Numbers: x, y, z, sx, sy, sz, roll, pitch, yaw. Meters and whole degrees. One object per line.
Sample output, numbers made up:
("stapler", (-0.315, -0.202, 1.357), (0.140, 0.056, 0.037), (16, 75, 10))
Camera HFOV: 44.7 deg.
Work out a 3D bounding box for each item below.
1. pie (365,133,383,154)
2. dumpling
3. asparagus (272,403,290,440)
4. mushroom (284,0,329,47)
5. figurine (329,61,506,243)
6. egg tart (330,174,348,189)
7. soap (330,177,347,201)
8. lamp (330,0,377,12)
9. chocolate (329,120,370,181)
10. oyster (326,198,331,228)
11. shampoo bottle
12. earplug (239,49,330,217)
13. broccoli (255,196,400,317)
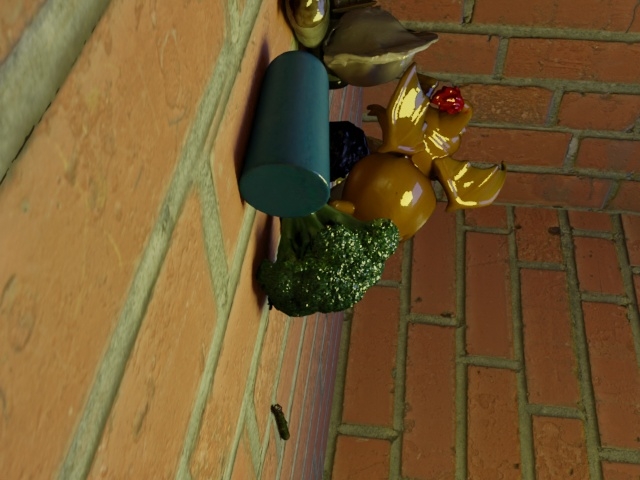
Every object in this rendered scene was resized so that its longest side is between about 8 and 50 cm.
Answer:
("pie", (0.125, -0.146, 2.281), (0.340, 0.083, 0.339), (0, -90, 51))
("dumpling", (0.119, -0.390, 1.636), (0.293, 0.205, 0.163), (-44, 160, -54))
("asparagus", (-0.087, 0.403, 1.737), (0.024, 0.025, 0.248), (-38, 156, -17))
("mushroom", (-0.022, -0.428, 1.457), (0.312, 0.081, 0.099), (-72, 177, -84))
("figurine", (0.182, -0.174, 1.702), (0.387, 0.268, 0.401), (-57, 137, -7))
("egg tart", (0.041, -0.137, 2.172), (0.288, 0.119, 0.288), (9, 90, -86))
("soap", (0.060, -0.115, 1.933), (0.121, 0.063, 0.183), (-37, -176, -36))
("lamp", (0.034, -0.590, 1.432), (0.090, 0.089, 0.325), (-92, 172, -72))
("chocolate", (0.025, -0.190, 1.858), (0.156, 0.156, 0.133), (89, 23, -45))
("oyster", (-0.009, -0.072, 1.744), (0.396, 0.111, 0.204), (40, 52, -79))
("shampoo bottle", (0.023, -0.482, 1.723), (0.101, 0.101, 0.283), (-76, 169, -58))
("earplug", (-0.045, -0.182, 1.203), (0.132, 0.133, 0.272), (86, 6, -56))
("broccoli", (0.000, 0.000, 1.392), (0.254, 0.269, 0.268), (93, 3, -75))
